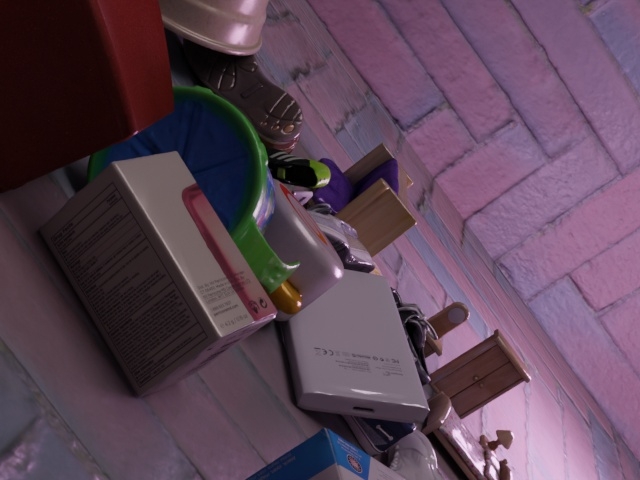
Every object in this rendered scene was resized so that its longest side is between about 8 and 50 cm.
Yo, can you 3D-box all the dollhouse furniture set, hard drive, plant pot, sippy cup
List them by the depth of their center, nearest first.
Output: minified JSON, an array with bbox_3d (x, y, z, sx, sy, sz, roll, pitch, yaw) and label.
[{"bbox_3d":[-0.315,-0.207,1.313,0.267,0.267,0.235,-62,130,-72],"label":"plant pot"},{"bbox_3d":[-0.162,-0.067,1.530,0.224,0.240,0.305,30,50,-76],"label":"sippy cup"},{"bbox_3d":[0.040,0.151,1.787,0.203,0.040,0.307,11,34,-19],"label":"hard drive"},{"bbox_3d":[-0.183,-0.558,2.082,0.334,0.305,0.334,27,24,-13],"label":"plant pot"},{"bbox_3d":[0.287,0.303,2.134,0.303,0.174,0.355,52,16,-9],"label":"dollhouse furniture set"}]

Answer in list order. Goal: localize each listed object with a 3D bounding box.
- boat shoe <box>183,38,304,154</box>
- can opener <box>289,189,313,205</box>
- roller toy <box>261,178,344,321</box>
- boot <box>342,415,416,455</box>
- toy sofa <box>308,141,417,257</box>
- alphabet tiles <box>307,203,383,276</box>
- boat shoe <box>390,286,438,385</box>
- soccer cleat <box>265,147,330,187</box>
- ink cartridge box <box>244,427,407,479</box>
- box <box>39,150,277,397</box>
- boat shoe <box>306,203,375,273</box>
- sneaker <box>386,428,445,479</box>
[{"bbox_3d":[-0.155,-0.280,2.178,0.324,0.123,0.116,52,-20,22],"label":"boat shoe"},{"bbox_3d":[-0.073,-0.046,1.972,0.095,0.076,0.283,57,17,8],"label":"can opener"},{"bbox_3d":[-0.070,0.020,1.714,0.209,0.146,0.191,53,6,14],"label":"roller toy"},{"bbox_3d":[0.065,0.237,1.780,0.190,0.086,0.069,54,16,-3],"label":"boot"},{"bbox_3d":[0.091,-0.105,2.392,0.177,0.150,0.362,50,13,-11],"label":"toy sofa"},{"bbox_3d":[0.065,0.054,2.271,0.284,0.021,0.278,35,25,-51],"label":"alphabet tiles"},{"bbox_3d":[0.151,0.168,2.105,0.113,0.105,0.306,54,18,-23],"label":"boat shoe"},{"bbox_3d":[-0.070,-0.127,2.019,0.072,0.179,0.060,-24,122,-66],"label":"soccer cleat"},{"bbox_3d":[0.017,0.364,1.233,0.171,0.168,0.232,41,21,-40],"label":"ink cartridge box"},{"bbox_3d":[-0.185,0.036,1.309,0.232,0.148,0.127,58,31,8],"label":"box"},{"bbox_3d":[0.003,-0.001,2.001,0.320,0.118,0.103,24,43,-63],"label":"boat shoe"},{"bbox_3d":[0.129,0.355,1.759,0.094,0.080,0.212,7,23,-22],"label":"sneaker"}]
